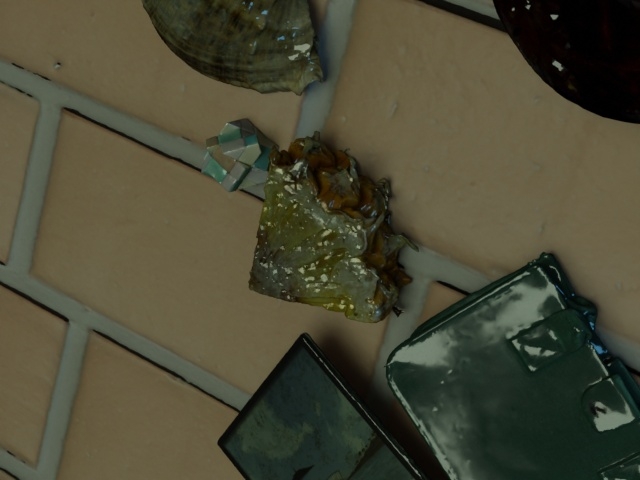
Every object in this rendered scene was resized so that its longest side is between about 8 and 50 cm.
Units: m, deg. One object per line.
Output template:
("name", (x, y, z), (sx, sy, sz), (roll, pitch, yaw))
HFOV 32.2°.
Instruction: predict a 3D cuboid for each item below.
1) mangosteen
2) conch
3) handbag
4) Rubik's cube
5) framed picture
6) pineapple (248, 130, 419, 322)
("mangosteen", (0.299, -0.244, 0.968), (0.297, 0.293, 0.297), (40, 142, 41))
("conch", (-0.117, -0.281, 1.242), (0.210, 0.159, 0.291), (-31, 87, 29))
("handbag", (0.238, 0.203, 1.196), (0.238, 0.089, 0.326), (-34, 84, 28))
("Rubik's cube", (-0.098, -0.099, 1.320), (0.084, 0.073, 0.075), (28, 113, 23))
("framed picture", (0.032, 0.309, 1.326), (0.347, 0.016, 0.265), (49, 134, 13))
("pineapple", (0.000, 0.000, 1.268), (0.186, 0.114, 0.236), (-24, 92, 30))
